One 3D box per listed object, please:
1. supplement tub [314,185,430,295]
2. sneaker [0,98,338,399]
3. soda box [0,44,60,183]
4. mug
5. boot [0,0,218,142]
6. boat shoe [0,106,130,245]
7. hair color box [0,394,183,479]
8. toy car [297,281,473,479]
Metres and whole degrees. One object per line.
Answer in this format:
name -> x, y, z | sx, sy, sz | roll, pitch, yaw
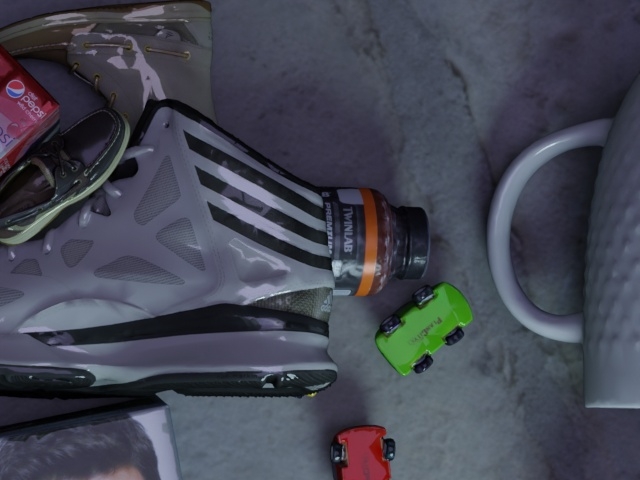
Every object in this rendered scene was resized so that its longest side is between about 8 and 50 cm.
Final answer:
supplement tub -> 0.000, 0.000, 1.781 | 0.198, 0.106, 0.106 | 1, 90, -12
sneaker -> -0.201, 0.008, 1.690 | 0.447, 0.169, 0.257 | -1, 80, 11
soda box -> -0.283, -0.100, 1.639 | 0.092, 0.263, 0.083 | -44, 93, -7
mug -> 0.340, -0.004, 1.790 | 0.374, 0.276, 0.328 | -1, 84, 19
boot -> -0.197, -0.134, 1.757 | 0.213, 0.077, 0.165 | -8, 94, -12
boat shoe -> -0.224, -0.056, 1.598 | 0.152, 0.049, 0.056 | -46, 73, 1
hair color box -> -0.201, 0.344, 1.738 | 0.185, 0.113, 0.374 | -11, 92, -11
toy car -> 0.049, 0.125, 1.819 | 0.225, 0.053, 0.239 | -39, 98, -9
